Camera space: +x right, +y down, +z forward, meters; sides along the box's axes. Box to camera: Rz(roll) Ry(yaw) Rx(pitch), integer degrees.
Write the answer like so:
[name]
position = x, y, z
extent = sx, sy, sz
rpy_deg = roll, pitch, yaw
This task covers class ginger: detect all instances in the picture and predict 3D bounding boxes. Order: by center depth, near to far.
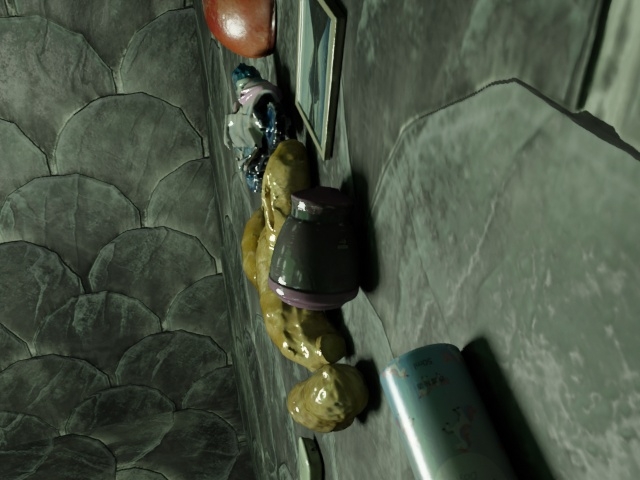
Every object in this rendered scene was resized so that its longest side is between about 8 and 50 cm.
[ginger]
position = -0.071, 0.056, 0.987
extent = 0.363, 0.122, 0.348
rpy_deg = 142, 128, -62

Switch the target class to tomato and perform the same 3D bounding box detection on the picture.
[tomato]
position = -0.153, -0.439, 1.023
extent = 0.199, 0.112, 0.228
rpy_deg = 98, 155, -45

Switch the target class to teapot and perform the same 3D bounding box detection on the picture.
[teapot]
position = 0.007, 0.003, 0.727
extent = 0.116, 0.148, 0.146
rpy_deg = 17, 108, 35

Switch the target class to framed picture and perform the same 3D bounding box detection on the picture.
[framed picture]
position = -0.006, -0.229, 0.759
extent = 0.203, 0.015, 0.150
rpy_deg = 96, 159, -46

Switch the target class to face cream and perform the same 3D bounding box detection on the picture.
[face cream]
position = 0.115, 0.194, 0.431
extent = 0.075, 0.075, 0.229
rpy_deg = 100, 156, -52

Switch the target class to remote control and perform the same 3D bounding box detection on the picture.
[remote control]
position = -0.022, 0.554, 1.265
extent = 0.090, 0.038, 0.309
rpy_deg = -118, 23, -53

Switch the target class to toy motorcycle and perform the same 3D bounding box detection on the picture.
[toy motorcycle]
position = -0.113, -0.214, 1.022
extent = 0.239, 0.108, 0.204
rpy_deg = -37, 65, 50

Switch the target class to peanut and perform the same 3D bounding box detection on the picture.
[peanut]
position = 0.012, 0.224, 0.827
extent = 0.214, 0.100, 0.099
rpy_deg = 115, 143, -58
